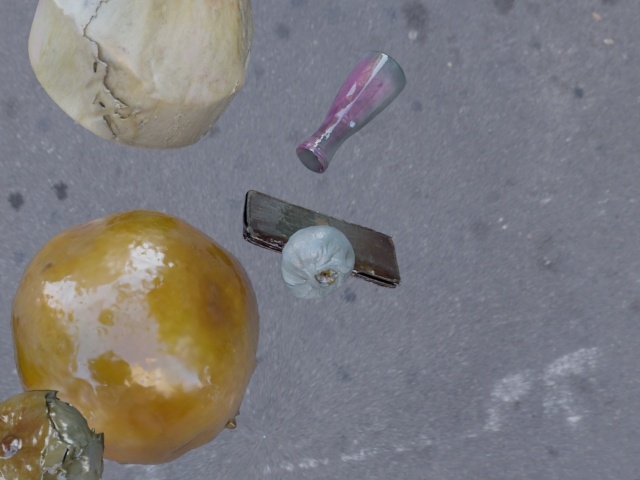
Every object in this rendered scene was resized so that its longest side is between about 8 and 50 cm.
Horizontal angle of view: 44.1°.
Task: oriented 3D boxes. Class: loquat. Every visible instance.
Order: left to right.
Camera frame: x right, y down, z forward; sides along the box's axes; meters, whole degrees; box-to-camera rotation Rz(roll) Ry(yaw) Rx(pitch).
[{"bbox_3d":[-0.231,0.121,1.016,0.328,0.328,0.328,1,76,-4],"label":"loquat"}]

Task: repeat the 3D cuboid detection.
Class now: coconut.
[{"bbox_3d":[-0.272,-0.299,1.192,0.352,0.352,0.353,1,76,-4],"label":"coconut"}]

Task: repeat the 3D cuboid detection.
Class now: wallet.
[{"bbox_3d":[0.000,0.000,1.089,0.232,0.031,0.122,19,31,-15],"label":"wallet"}]

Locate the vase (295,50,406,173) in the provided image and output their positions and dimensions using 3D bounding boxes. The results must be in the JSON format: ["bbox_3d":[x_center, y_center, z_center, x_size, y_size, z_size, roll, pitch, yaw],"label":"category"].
[{"bbox_3d":[0.044,-0.200,1.248,0.086,0.086,0.214,36,69,5],"label":"vase"}]

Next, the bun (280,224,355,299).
[{"bbox_3d":[-0.002,0.025,0.770,0.083,0.083,0.045,-20,39,-9],"label":"bun"}]

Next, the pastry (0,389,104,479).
[{"bbox_3d":[-0.273,0.210,0.721,0.153,0.081,0.153,-9,54,13],"label":"pastry"}]
